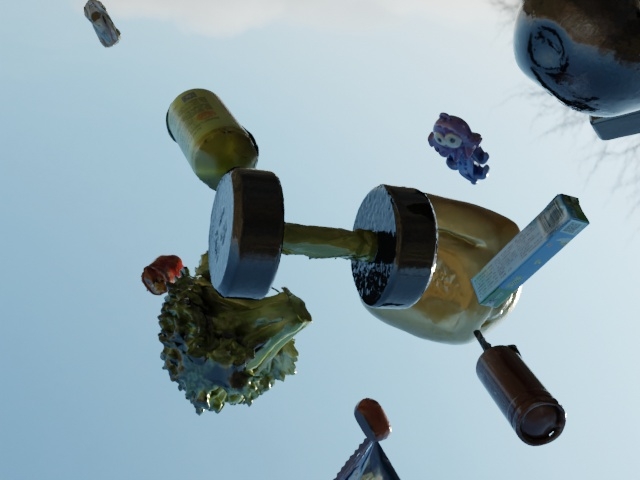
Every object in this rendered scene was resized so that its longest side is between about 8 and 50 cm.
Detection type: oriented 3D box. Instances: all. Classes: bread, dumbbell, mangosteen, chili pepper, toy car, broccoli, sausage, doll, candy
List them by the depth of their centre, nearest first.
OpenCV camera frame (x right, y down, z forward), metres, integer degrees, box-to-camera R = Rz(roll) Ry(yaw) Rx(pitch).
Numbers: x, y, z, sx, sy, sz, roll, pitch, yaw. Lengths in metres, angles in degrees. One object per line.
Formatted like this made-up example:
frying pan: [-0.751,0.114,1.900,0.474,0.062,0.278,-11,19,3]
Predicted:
mangosteen: [0.444,-0.344,1.148,0.275,0.302,0.275,12,-140,-10]
dumbbell: [0.000,0.000,1.193,0.323,0.203,0.203,5,-154,-18]
doll: [0.255,-0.162,1.373,0.110,0.206,0.067,11,-116,38]
toy car: [-0.410,-0.407,1.421,0.041,0.093,0.025,-28,-169,15]
broccoli: [-0.155,0.198,1.518,0.348,0.281,0.293,46,-157,-32]
sausage: [0.107,0.366,1.553,0.054,0.059,0.094,-27,-94,-34]
candy: [0.140,0.621,1.777,0.077,0.187,0.331,34,-172,-41]
bread: [0.297,0.072,1.855,0.376,0.347,0.253,15,180,34]
chili pepper: [-0.406,0.080,2.021,0.084,0.086,0.192,0,-164,13]

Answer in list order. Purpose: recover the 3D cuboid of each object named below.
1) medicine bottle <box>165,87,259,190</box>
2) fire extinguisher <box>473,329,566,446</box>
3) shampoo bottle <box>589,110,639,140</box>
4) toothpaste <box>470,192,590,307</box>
medicine bottle: [-0.193,-0.180,1.356,0.124,0.124,0.239,-1,-150,-27]
fire extinguisher: [0.356,0.263,1.421,0.105,0.104,0.269,7,-160,-12]
shampoo bottle: [0.629,-0.258,1.402,0.246,0.080,0.079,-11,149,35]
toothpaste: [0.385,0.023,1.419,0.050,0.266,0.065,12,-135,-29]
